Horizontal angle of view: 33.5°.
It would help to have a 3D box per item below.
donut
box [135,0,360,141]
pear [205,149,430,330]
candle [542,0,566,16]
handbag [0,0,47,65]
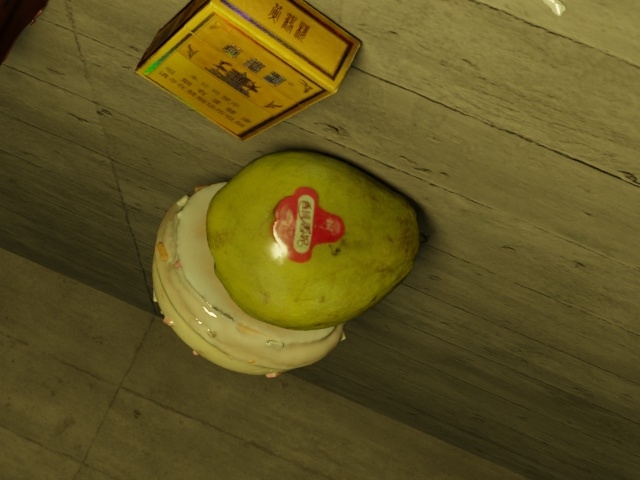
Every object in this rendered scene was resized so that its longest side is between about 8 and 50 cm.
[{"bbox_3d":[-0.126,0.070,1.863,0.383,0.382,0.142,30,134,-15],"label":"donut"},{"bbox_3d":[-0.105,-0.243,1.416,0.193,0.084,0.301,31,160,-20],"label":"box"},{"bbox_3d":[0.000,0.000,1.681,0.375,0.287,0.287,-1,167,-16],"label":"pear"},{"bbox_3d":[0.079,-0.304,0.875,0.330,0.187,0.187,34,159,-28],"label":"candle"},{"bbox_3d":[-0.460,-0.295,1.441,0.084,0.260,0.275,30,159,-10],"label":"handbag"}]
